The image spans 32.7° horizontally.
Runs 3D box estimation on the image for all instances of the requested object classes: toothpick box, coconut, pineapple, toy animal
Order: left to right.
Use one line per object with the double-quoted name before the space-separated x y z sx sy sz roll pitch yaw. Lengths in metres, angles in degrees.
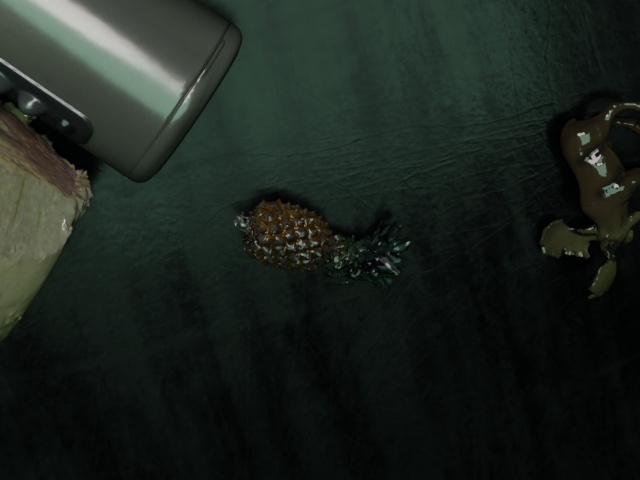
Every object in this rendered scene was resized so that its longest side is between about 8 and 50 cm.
"coconut" -0.473 -0.013 1.129 0.404 0.404 0.405 -2 105 -6
"toothpick box" -0.269 -0.219 1.180 0.316 0.229 0.229 33 100 -13
"pineapple" 0.000 0.000 1.340 0.221 0.083 0.103 14 104 -12
"toy animal" 0.353 -0.054 1.367 0.186 0.094 0.214 -30 99 -2
